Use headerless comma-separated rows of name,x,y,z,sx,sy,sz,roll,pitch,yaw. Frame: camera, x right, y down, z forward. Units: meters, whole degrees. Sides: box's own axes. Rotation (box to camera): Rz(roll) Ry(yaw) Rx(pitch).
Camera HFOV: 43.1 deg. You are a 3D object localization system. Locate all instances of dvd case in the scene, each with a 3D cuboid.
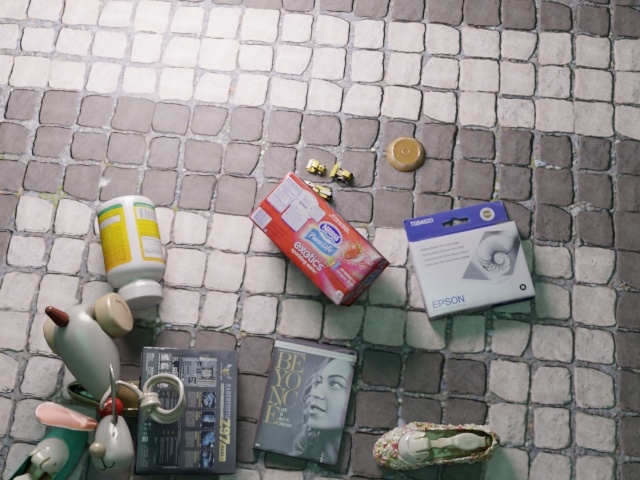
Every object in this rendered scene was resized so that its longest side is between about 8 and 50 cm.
dvd case,-0.028,0.307,1.566,0.164,0.018,0.221,11,72,5

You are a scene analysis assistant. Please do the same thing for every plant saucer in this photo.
plant saucer,0.183,-0.187,1.728,0.083,0.015,0.083,0,72,1

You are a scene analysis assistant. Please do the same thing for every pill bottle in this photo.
pill bottle,-0.372,0.027,1.612,0.117,0.117,0.208,-13,72,-4

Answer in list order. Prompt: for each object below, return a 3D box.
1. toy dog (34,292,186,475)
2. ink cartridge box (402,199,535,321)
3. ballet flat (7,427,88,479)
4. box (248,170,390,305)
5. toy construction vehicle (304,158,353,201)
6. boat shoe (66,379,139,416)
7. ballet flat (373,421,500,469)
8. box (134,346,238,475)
toy dog,-0.412,0.233,1.436,0.220,0.161,0.334,-44,61,4
ink cartridge box,0.297,0.033,1.637,0.223,0.045,0.224,-12,71,-3
ballet flat,-0.524,0.434,1.494,0.083,0.087,0.247,34,75,12
box,0.000,0.000,1.599,0.257,0.122,0.128,44,95,14
toy construction vehicle,0.008,-0.131,1.701,0.098,0.035,0.086,27,74,9
boat shoe,-0.390,0.298,1.545,0.190,0.072,0.068,3,71,1
ballet flat,0.217,0.376,1.508,0.241,0.077,0.091,-7,72,-1
box,-0.249,0.320,1.519,0.183,0.059,0.233,4,71,-16
